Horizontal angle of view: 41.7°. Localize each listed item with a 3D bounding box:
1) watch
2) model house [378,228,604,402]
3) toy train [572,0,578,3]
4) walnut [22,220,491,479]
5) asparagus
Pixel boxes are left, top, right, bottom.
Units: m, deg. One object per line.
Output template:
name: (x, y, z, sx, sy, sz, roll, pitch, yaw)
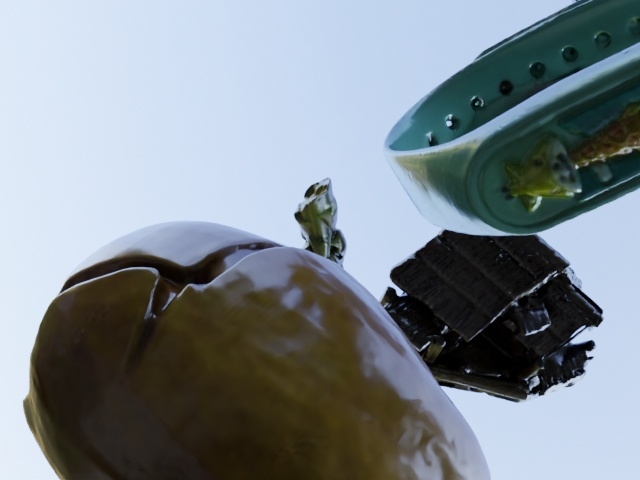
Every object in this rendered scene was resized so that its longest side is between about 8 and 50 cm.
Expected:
watch: (0.149, -0.084, 0.470, 0.237, 0.195, 0.068, -28, -72, 20)
model house: (0.288, 0.105, 1.311, 0.317, 0.297, 0.282, 47, -38, 17)
toy train: (0.401, -0.313, 0.962, 0.265, 0.188, 0.300, 66, 13, -52)
walnut: (-0.022, 0.118, 0.519, 0.336, 0.209, 0.209, 35, -44, 1)
asparagus: (0.000, 0.000, 1.292, 0.080, 0.080, 0.287, 33, -26, 30)
